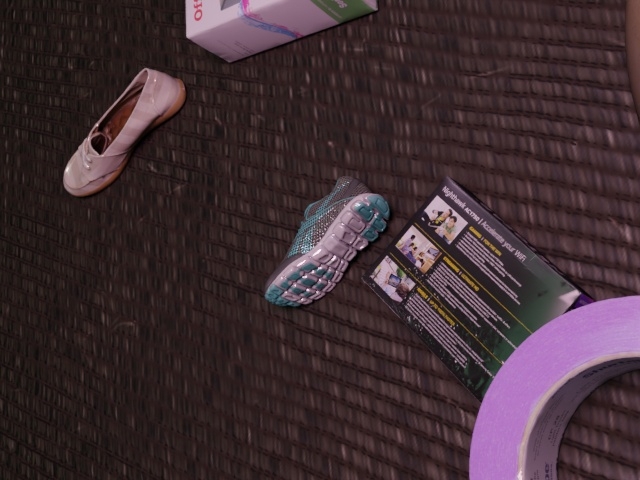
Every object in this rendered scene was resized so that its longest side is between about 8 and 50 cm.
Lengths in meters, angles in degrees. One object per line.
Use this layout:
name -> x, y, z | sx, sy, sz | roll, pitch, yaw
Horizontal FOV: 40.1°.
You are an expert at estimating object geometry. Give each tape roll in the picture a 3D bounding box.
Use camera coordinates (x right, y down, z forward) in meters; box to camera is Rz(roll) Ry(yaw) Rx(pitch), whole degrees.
tape roll -> 0.259, 0.184, 0.679 | 0.275, 0.090, 0.275 | -10, 72, 32

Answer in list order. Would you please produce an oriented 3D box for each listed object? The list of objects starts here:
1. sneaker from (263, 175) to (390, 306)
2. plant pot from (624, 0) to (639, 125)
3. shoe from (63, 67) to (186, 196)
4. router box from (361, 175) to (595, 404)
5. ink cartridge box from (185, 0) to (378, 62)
sneaker -> 0.000, 0.000, 0.924 | 0.166, 0.065, 0.076 | -44, 42, 13
plant pot -> 0.321, -0.159, 0.610 | 0.256, 0.274, 0.256 | -8, 74, 31
shoe -> -0.266, -0.140, 1.126 | 0.219, 0.058, 0.076 | -41, 59, 19
router box -> 0.141, 0.045, 0.817 | 0.133, 0.046, 0.179 | -51, 57, 12
ink cartridge box -> -0.050, -0.315, 1.007 | 0.212, 0.093, 0.154 | -12, 72, 33
